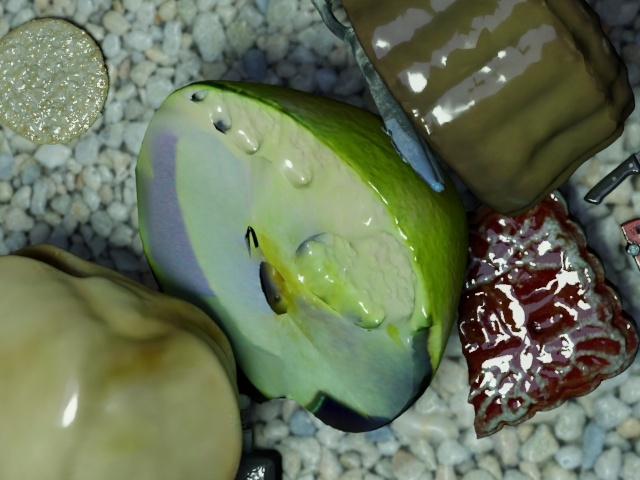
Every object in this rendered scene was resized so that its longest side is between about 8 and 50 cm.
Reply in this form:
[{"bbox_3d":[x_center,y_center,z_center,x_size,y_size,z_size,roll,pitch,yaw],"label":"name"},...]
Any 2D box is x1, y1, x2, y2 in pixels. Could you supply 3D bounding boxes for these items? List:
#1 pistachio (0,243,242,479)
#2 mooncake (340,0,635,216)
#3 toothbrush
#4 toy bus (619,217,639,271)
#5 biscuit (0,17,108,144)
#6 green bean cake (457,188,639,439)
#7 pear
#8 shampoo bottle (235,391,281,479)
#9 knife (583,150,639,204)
[{"bbox_3d":[-0.278,0.183,1.421,0.445,0.281,0.365,-16,98,29],"label":"pistachio"},{"bbox_3d":[0.160,-0.193,1.293,0.187,0.324,0.324,-35,86,11],"label":"mooncake"},{"bbox_3d":[0.049,-0.172,1.330,0.042,0.035,0.413,-46,39,20],"label":"toothbrush"},{"bbox_3d":[0.355,0.027,1.418,0.043,0.031,0.110,-23,90,10],"label":"toy bus"},{"bbox_3d":[-0.315,-0.184,1.546,0.152,0.020,0.152,1,94,10],"label":"biscuit"},{"bbox_3d":[0.213,0.066,1.415,0.198,0.097,0.233,-25,89,12],"label":"green bean cake"},{"bbox_3d":[0.002,-0.005,1.376,0.398,0.165,0.399,27,132,34],"label":"pear"},{"bbox_3d":[-0.093,0.322,1.506,0.098,0.071,0.310,-1,93,13],"label":"shampoo bottle"},{"bbox_3d":[0.351,-0.093,1.421,0.170,0.010,0.023,-40,85,10],"label":"knife"}]
